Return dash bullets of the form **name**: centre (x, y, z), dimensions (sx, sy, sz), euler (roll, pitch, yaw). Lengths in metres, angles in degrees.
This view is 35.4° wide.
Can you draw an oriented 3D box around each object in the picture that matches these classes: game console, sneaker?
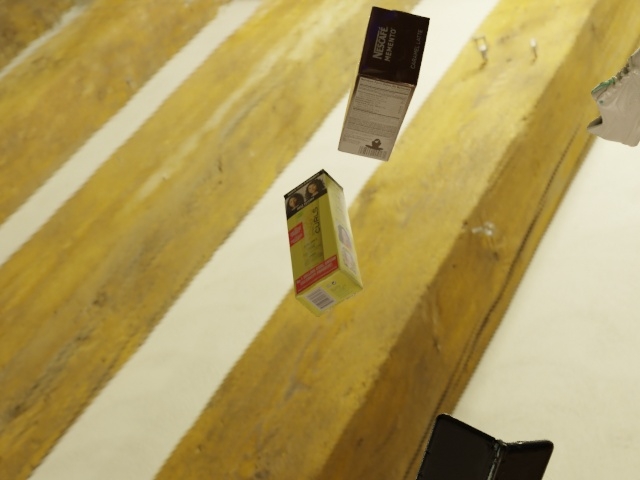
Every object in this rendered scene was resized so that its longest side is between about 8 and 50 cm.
- **game console**: centre (0.165, 0.242, 1.033), dimensions (0.107, 0.122, 0.071), euler (2, -155, -30)
- **sneaker**: centre (0.454, -0.227, 1.497), dimensions (0.094, 0.212, 0.080), euler (11, -133, 5)

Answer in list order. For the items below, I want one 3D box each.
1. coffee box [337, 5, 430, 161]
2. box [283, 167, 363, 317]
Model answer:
- **coffee box**: centre (0.102, -0.257, 1.679), dimensions (0.098, 0.246, 0.141), euler (13, -116, -2)
- **box**: centre (0.000, 0.000, 1.477), dimensions (0.087, 0.058, 0.232), euler (-32, -142, 21)
